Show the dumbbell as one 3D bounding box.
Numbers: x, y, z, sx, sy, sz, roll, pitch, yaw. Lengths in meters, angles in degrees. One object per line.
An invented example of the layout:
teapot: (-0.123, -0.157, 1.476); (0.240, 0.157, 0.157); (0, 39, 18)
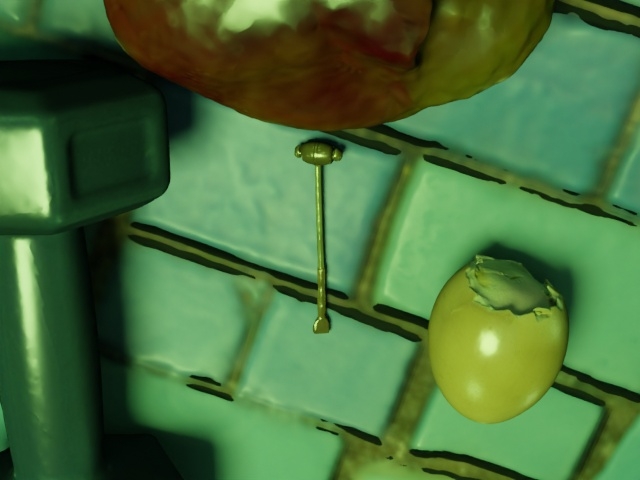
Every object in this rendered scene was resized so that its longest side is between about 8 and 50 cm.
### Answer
dumbbell: (-0.156, 0.061, 0.585); (0.160, 0.144, 0.325); (0, 108, 4)

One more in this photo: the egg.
egg: (0.100, 0.060, 0.591); (0.080, 0.080, 0.096); (16, 122, 1)

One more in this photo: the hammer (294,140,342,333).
hammer: (0.000, 0.000, 0.618); (0.029, 0.014, 0.123); (4, 111, 14)

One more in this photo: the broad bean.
broad bean: (0.005, -0.131, 0.518); (0.228, 0.122, 0.156); (6, 106, 8)
